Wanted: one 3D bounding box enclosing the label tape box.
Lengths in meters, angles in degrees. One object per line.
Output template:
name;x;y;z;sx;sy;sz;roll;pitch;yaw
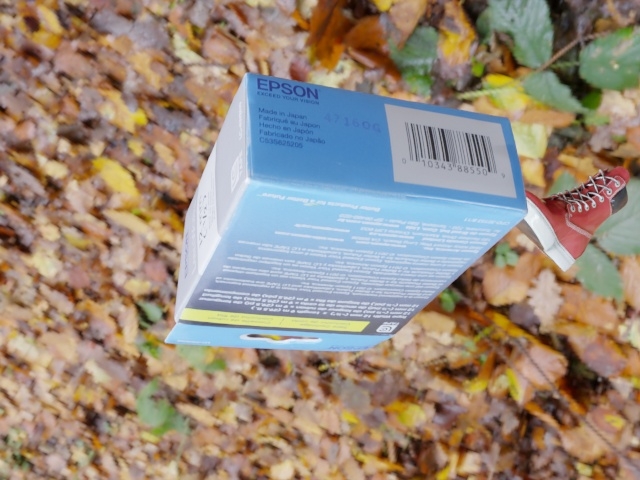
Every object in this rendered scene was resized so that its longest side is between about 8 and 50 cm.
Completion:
label tape box;0.000;0.000;0.836;0.249;0.115;0.348;6;152;-19

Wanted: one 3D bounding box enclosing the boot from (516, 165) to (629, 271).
boot;0.375;-0.063;1.274;0.088;0.176;0.244;48;-169;34
